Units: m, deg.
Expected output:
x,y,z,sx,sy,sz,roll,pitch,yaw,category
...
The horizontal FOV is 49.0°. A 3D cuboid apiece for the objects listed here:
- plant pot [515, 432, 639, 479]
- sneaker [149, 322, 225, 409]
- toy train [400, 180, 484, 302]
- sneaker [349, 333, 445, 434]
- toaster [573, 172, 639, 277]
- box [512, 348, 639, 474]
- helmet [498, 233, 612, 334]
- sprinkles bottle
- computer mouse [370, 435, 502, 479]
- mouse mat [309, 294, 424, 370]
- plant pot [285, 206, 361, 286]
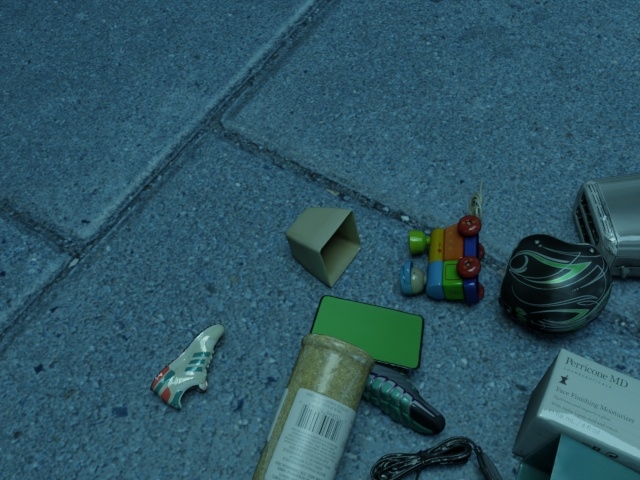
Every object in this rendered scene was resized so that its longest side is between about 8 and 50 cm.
x,y,z,sx,sy,sz,roll,pitch,yaw,category
0.397,0.412,0.978,0.234,0.165,0.165,23,59,6,plant pot
-0.207,0.215,1.186,0.075,0.057,0.161,42,64,7,sneaker
0.227,-0.004,1.297,0.143,0.105,0.248,-2,55,16,toy train
0.117,0.224,1.151,0.224,0.083,0.098,28,56,19,sneaker
0.560,-0.035,1.286,0.147,0.129,0.227,-4,58,1,toaster
0.405,0.277,1.047,0.181,0.182,0.119,21,60,15,box
0.404,0.078,1.194,0.162,0.169,0.169,19,57,32,helmet
-0.029,0.319,1.026,0.121,0.121,0.355,17,70,12,sprinkles bottle
0.199,0.419,1.034,0.184,0.060,0.262,-18,46,-6,computer mouse
0.081,0.154,1.198,0.190,0.007,0.152,11,31,6,mouse mat
0.000,0.000,1.292,0.096,0.109,0.109,22,59,29,plant pot
